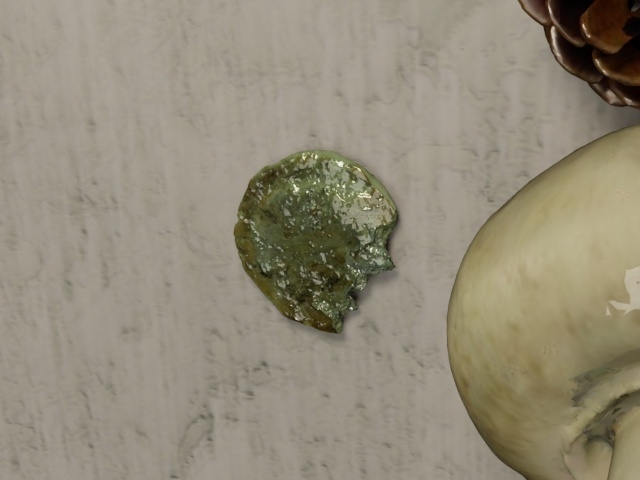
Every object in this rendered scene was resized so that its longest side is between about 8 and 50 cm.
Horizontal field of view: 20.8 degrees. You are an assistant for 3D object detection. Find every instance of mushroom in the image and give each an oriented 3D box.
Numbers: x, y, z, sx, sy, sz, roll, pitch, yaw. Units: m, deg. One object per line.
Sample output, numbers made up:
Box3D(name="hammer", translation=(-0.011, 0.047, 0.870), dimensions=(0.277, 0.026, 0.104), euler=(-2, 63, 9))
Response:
Box3D(name="mushroom", translation=(0.222, 0.059, 0.976), dimensions=(0.315, 0.356, 0.315), euler=(-1, 87, 13))

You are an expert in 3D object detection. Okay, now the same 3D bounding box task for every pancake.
Box3D(name="pancake", translation=(-0.005, -0.003, 1.211), dimensions=(0.116, 0.022, 0.129), euler=(41, 119, 6))

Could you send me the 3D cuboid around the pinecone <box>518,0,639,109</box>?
Box3D(name="pinecone", translation=(0.209, -0.161, 0.979), dimensions=(0.207, 0.208, 0.208), euler=(7, 111, 19))
